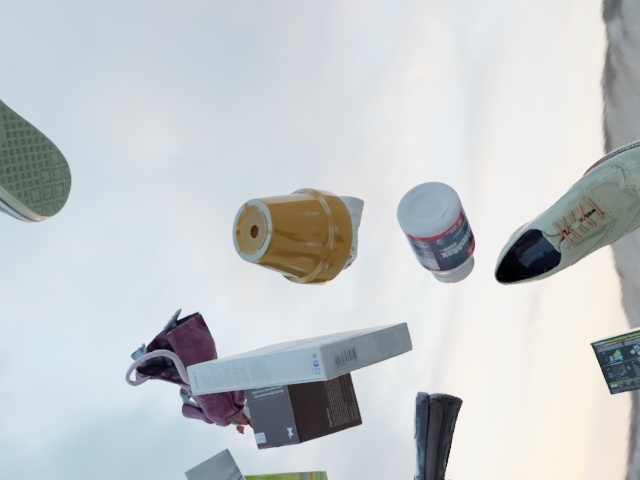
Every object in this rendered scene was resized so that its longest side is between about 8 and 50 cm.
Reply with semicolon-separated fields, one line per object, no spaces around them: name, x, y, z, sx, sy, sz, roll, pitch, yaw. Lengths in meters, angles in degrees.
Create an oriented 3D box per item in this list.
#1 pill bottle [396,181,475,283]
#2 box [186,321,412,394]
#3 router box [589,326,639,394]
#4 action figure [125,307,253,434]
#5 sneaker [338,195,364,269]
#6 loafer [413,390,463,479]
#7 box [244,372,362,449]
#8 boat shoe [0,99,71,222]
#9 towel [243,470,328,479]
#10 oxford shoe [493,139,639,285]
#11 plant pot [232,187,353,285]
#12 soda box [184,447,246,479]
pill bottle;0.203;-0.007;1.470;0.107;0.108;0.180;-65;-34;-24
box;-0.038;0.203;1.487;0.232;0.322;0.058;-8;-94;-49
router box;0.506;0.190;1.394;0.038;0.122;0.092;-15;-98;-41
action figure;-0.278;0.355;2.191;0.248;0.370;0.275;-39;10;7
sneaker;0.000;0.000;2.135;0.108;0.293;0.169;12;-105;-27
loafer;0.224;0.438;1.645;0.109;0.095;0.302;69;-159;-83
box;-0.041;0.381;2.044;0.203;0.169;0.166;-6;-101;-42
boat shoe;-0.564;-0.196;1.252;0.500;0.156;0.186;55;-135;-48
towel;-0.099;0.609;2.140;0.102;0.237;0.021;-92;-1;-66
oxford shoe;0.473;-0.031;1.554;0.397;0.140;0.146;-47;-9;37
plant pot;-0.070;-0.013;1.788;0.188;0.205;0.205;6;-82;-42
soda box;-0.145;0.540;1.621;0.098;0.286;0.091;-27;-26;-14
